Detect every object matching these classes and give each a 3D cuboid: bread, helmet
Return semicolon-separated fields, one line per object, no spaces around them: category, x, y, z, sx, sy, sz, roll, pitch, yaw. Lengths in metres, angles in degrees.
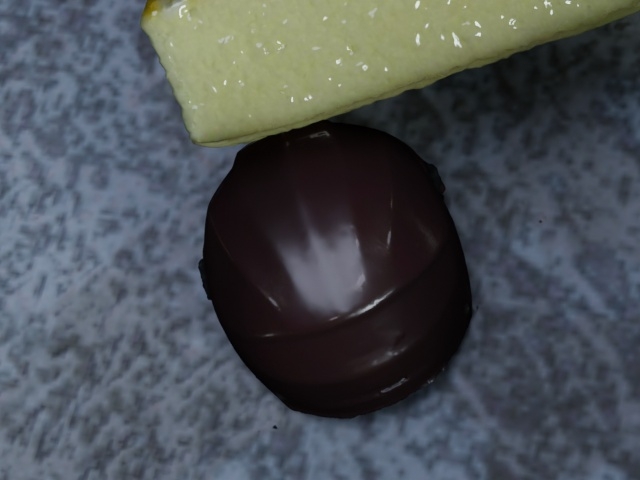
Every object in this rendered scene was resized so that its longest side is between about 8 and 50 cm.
bread;0.037;-0.099;0.706;0.188;0.125;0.068;-18;104;7
helmet;0.000;0.000;0.705;0.098;0.070;0.123;-25;64;4
